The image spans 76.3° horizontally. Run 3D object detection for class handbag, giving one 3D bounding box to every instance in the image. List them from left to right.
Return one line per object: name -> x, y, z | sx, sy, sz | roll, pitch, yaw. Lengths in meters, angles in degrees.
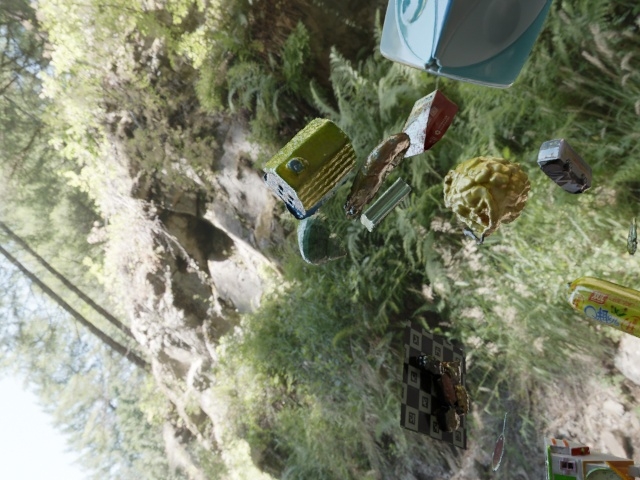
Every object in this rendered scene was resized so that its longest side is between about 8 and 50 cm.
handbag -> 0.484, -0.518, 1.867 | 0.298, 0.151, 0.171 | -63, 21, -14

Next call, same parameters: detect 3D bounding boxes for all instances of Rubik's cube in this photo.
Rubik's cube -> 0.422, -0.677, 1.223 | 0.351, 0.347, 0.352 | 3, -62, -27

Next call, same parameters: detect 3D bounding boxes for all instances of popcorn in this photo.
popcorn -> 0.672, -0.161, 1.658 | 0.349, 0.348, 0.382 | 67, -142, -73

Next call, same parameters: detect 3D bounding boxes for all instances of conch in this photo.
conch -> -0.001, -0.002, 1.404 | 0.176, 0.188, 0.122 | -55, 14, -21

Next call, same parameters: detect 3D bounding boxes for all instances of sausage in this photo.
sausage -> 0.862, 0.196, 1.137 | 0.123, 0.347, 0.124 | -14, -65, -32

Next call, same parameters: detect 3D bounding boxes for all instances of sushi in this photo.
sushi -> 0.412, 0.479, 1.357 | 0.064, 0.359, 0.344 | -26, 43, 45

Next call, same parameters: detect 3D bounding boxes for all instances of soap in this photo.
soap -> 0.236, -0.129, 1.484 | 0.198, 0.063, 0.114 | -44, -10, -10

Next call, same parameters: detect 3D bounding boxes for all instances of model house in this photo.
model house -> -0.034, -0.218, 1.234 | 0.237, 0.215, 0.303 | -45, 1, -9

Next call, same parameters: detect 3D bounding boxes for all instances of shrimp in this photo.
shrimp -> 0.158, -0.178, 1.170 | 0.168, 0.077, 0.317 | -21, -27, -42

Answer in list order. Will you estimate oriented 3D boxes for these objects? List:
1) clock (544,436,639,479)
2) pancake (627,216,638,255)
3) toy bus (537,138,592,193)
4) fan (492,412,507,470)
clock -> 0.995, 0.873, 1.478 | 0.166, 0.309, 0.236 | 17, -109, -65
pancake -> 1.009, -0.016, 1.313 | 0.116, 0.022, 0.130 | -60, -41, -37
toy bus -> 0.551, -0.166, 0.915 | 0.171, 0.057, 0.072 | 22, -103, -34
fan -> 0.424, 0.472, 0.958 | 0.085, 0.005, 0.134 | 68, -137, -65
